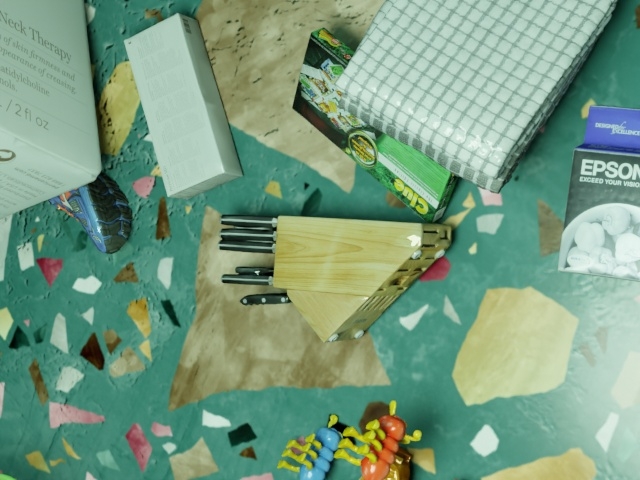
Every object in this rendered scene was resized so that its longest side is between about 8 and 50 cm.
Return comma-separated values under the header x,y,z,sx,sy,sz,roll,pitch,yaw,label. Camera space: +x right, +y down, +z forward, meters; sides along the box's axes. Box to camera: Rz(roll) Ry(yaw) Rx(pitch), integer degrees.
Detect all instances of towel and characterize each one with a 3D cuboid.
x,y,z,sx,sy,sz,roll,pitch,yaw,label
0.186,-0.224,1.514,0.235,0.121,0.284,32,79,17,towel

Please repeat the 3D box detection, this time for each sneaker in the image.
x,y,z,sx,sy,sz,roll,pitch,yaw,label
-0.348,-0.065,1.855,0.087,0.083,0.221,-44,61,25,sneaker

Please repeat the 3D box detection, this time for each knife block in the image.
x,y,z,sx,sy,sz,roll,pitch,yaw,label
0.000,0.000,1.660,0.276,0.088,0.242,-46,68,23,knife block

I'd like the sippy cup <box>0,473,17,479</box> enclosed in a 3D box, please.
x,y,z,sx,sy,sz,roll,pitch,yaw,label
-0.447,0.445,1.565,0.224,0.240,0.305,-1,85,21,sippy cup

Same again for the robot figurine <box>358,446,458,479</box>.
x,y,z,sx,sy,sz,roll,pitch,yaw,label
0.087,0.420,1.613,0.211,0.085,0.291,25,98,25,robot figurine

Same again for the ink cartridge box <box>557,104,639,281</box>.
x,y,z,sx,sy,sz,roll,pitch,yaw,label
0.396,-0.052,1.503,0.206,0.045,0.208,7,90,26,ink cartridge box

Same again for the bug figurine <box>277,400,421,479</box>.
x,y,z,sx,sy,sz,roll,pitch,yaw,label
0.014,0.303,1.566,0.072,0.279,0.216,33,68,-13,bug figurine

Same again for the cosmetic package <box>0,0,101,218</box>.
x,y,z,sx,sy,sz,roll,pitch,yaw,label
-0.544,-0.257,1.769,0.327,0.329,0.394,-20,65,24,cosmetic package

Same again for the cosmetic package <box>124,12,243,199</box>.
x,y,z,sx,sy,sz,roll,pitch,yaw,label
-0.192,-0.186,1.785,0.099,0.060,0.239,-20,79,22,cosmetic package

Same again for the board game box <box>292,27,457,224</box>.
x,y,z,sx,sy,sz,roll,pitch,yaw,label
0.072,-0.147,1.635,0.259,0.030,0.136,42,139,21,board game box
